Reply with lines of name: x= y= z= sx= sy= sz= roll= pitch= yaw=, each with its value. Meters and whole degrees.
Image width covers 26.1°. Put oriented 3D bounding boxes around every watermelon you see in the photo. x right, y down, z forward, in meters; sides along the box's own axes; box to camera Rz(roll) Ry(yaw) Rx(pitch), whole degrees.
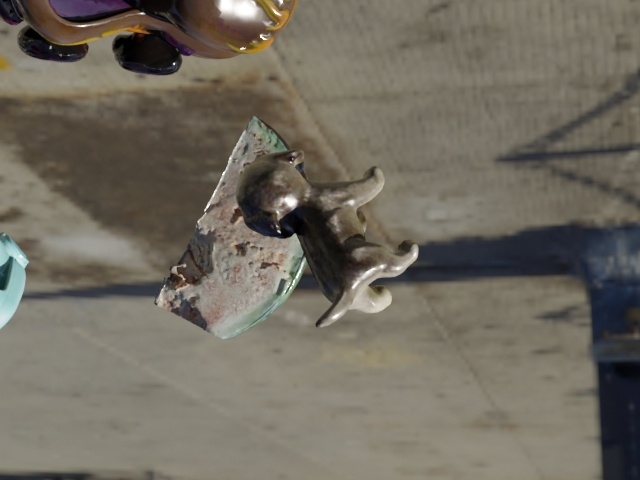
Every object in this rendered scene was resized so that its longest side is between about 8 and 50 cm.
watermelon: x=-0.103 y=-0.013 z=1.958 sx=0.180 sy=0.305 sz=0.224 roll=26 pitch=177 yaw=-34

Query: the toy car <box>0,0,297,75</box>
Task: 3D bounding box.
toy car: x=-0.184 y=-0.300 z=1.452 sx=0.341 sy=0.271 sz=0.240 roll=1 pitch=-164 yaw=-30

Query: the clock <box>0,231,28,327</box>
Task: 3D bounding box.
clock: x=-0.518 y=0.068 z=1.904 sx=0.224 sy=0.274 sz=0.094 roll=-26 pitch=118 yaw=12

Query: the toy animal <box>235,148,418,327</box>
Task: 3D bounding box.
toy animal: x=0.006 y=-0.010 z=1.663 sx=0.169 sy=0.233 sz=0.121 roll=-16 pitch=152 yaw=-36
